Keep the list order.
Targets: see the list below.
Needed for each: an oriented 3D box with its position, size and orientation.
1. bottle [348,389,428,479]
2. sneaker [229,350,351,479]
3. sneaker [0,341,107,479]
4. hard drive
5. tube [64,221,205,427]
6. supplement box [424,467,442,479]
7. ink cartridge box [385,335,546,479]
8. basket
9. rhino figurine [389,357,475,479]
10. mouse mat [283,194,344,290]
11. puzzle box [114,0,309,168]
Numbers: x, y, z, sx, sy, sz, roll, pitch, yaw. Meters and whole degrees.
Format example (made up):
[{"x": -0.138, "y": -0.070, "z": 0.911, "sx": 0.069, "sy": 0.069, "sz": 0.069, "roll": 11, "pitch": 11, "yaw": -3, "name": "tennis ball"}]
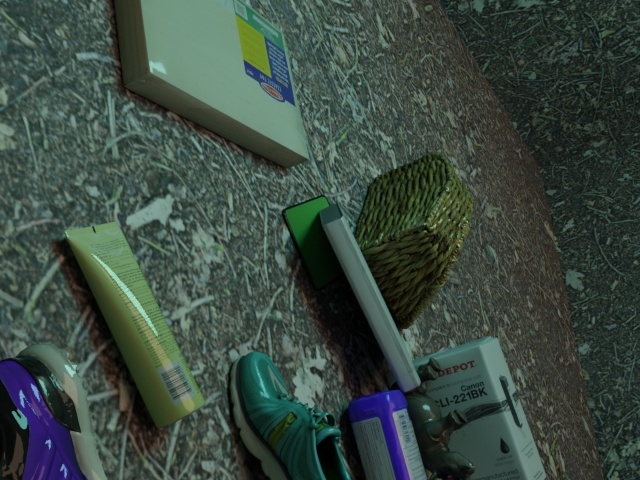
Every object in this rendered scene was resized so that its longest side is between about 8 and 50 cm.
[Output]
[{"x": 0.122, "y": 0.381, "z": 1.258, "sx": 0.118, "sy": 0.092, "sz": 0.282, "roll": 24, "pitch": 49, "yaw": -71, "name": "bottle"}, {"x": -0.023, "y": 0.250, "z": 1.017, "sx": 0.107, "sy": 0.110, "sz": 0.275, "roll": 11, "pitch": 38, "yaw": -52, "name": "sneaker"}, {"x": -0.243, "y": 0.243, "z": 0.669, "sx": 0.146, "sy": 0.102, "sz": 0.293, "roll": -18, "pitch": 82, "yaw": -60, "name": "sneaker"}, {"x": 0.082, "y": 0.091, "z": 1.374, "sx": 0.203, "sy": 0.040, "sz": 0.307, "roll": -100, "pitch": 165, "yaw": -81, "name": "hard drive"}, {"x": -0.207, "y": 0.091, "z": 0.896, "sx": 0.240, "sy": 0.062, "sz": 0.070, "roll": 64, "pitch": -18, "yaw": 2, "name": "tube"}, {"x": 0.171, "y": 0.422, "z": 1.368, "sx": 0.083, "sy": 0.056, "sz": 0.083, "roll": 51, "pitch": 31, "yaw": -32, "name": "supplement box"}, {"x": 0.262, "y": 0.334, "z": 1.449, "sx": 0.114, "sy": 0.197, "sz": 0.272, "roll": -1, "pitch": 71, "yaw": -63, "name": "ink cartridge box"}, {"x": 0.220, "y": -0.010, "z": 1.610, "sx": 0.223, "sy": 0.214, "sz": 0.299, "roll": 56, "pitch": 29, "yaw": -23, "name": "basket"}, {"x": 0.191, "y": 0.320, "z": 1.340, "sx": 0.073, "sy": 0.106, "sz": 0.243, "roll": 30, "pitch": 28, "yaw": -47, "name": "rhino figurine"}, {"x": 0.000, "y": 0.000, "z": 1.415, "sx": 0.152, "sy": 0.007, "sz": 0.190, "roll": 68, "pitch": 25, "yaw": -2, "name": "mouse mat"}, {"x": -0.165, "y": -0.293, "z": 1.265, "sx": 0.409, "sy": 0.052, "sz": 0.271, "roll": 23, "pitch": 51, "yaw": -56, "name": "puzzle box"}]
